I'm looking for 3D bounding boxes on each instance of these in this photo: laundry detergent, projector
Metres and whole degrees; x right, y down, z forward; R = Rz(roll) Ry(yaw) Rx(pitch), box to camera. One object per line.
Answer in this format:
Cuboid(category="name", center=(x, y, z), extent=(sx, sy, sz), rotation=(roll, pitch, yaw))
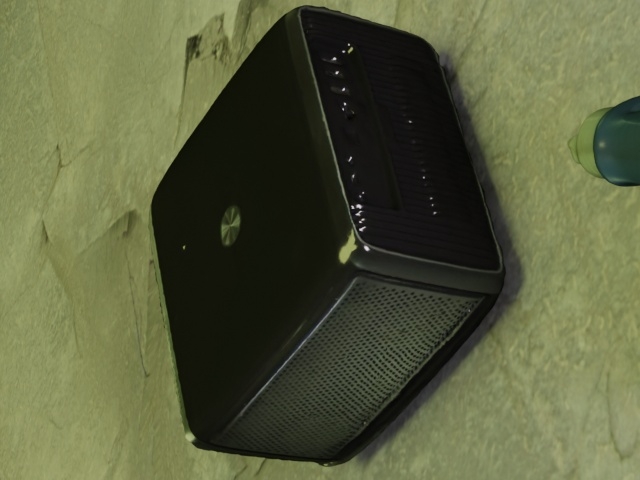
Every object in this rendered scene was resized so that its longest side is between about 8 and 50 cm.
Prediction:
Cuboid(category="laundry detergent", center=(0.338, -0.098, 1.695), extent=(0.290, 0.143, 0.094), rotation=(4, 117, 60))
Cuboid(category="projector", center=(0.000, 0.000, 2.167), extent=(0.405, 0.242, 0.395), rotation=(-51, 39, 39))
